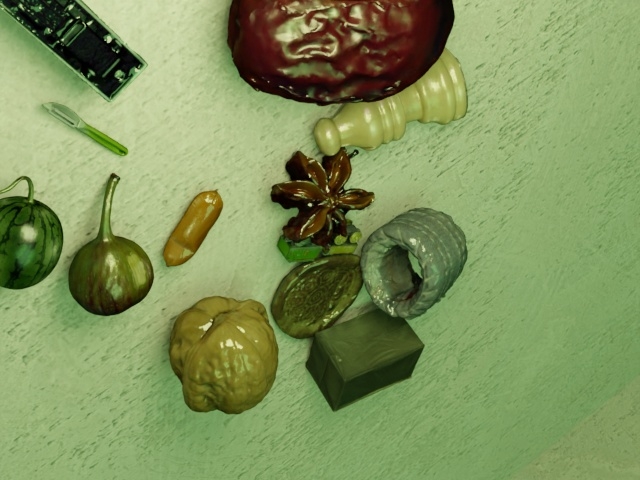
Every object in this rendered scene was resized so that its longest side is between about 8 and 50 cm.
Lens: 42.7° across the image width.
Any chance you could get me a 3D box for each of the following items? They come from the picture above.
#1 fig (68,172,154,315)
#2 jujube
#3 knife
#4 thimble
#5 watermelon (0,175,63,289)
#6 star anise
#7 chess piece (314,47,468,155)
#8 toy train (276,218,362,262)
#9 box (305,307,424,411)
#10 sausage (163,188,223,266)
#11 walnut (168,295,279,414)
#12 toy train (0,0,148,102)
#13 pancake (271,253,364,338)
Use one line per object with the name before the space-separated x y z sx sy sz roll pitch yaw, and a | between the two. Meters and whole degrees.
fig | -0.362 0.008 1.416 0.149 0.149 0.245 -11 118 -32
jujube | 0.032 -0.348 1.334 0.377 0.258 0.258 -7 129 -19
knife | -0.374 -0.180 1.313 0.022 0.026 0.184 -13 152 28
thimble | 0.214 0.050 1.838 0.172 0.205 0.236 -28 125 -43
watermelon | -0.471 -0.014 1.289 0.141 0.141 0.187 5 117 -41
star anise | -0.003 -0.077 1.608 0.220 0.190 0.126 -7 169 -36
chess piece | 0.127 -0.256 1.590 0.307 0.124 0.139 -24 142 -15
toy train | 0.000 0.000 1.745 0.202 0.060 0.081 -3 133 -37
box | 0.104 0.278 1.984 0.231 0.155 0.149 -18 145 -25
sausage | -0.237 -0.024 1.535 0.062 0.054 0.183 27 110 -15
walnut | -0.194 0.237 1.669 0.257 0.224 0.257 -44 150 -34
toy train | -0.400 -0.344 1.096 0.086 0.088 0.407 -45 140 0
pancake | -0.004 0.124 1.869 0.250 0.031 0.250 -22 137 -21
